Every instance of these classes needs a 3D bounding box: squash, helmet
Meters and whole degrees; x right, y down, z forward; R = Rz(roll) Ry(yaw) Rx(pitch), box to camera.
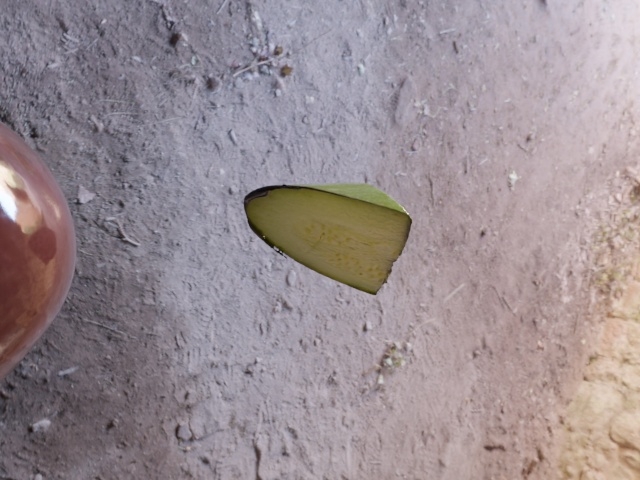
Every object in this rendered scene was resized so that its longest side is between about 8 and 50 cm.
[{"bbox_3d":[0.000,0.000,0.689,0.155,0.204,0.237,-30,155,-27],"label":"squash"},{"bbox_3d":[-0.387,-0.011,0.463,0.385,0.337,0.230,47,64,4],"label":"helmet"}]
